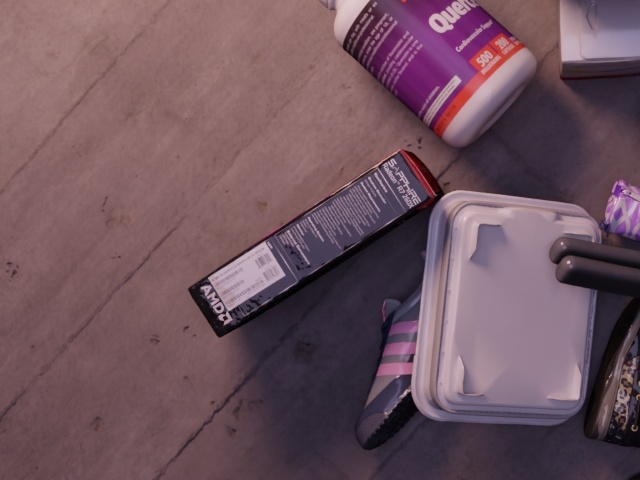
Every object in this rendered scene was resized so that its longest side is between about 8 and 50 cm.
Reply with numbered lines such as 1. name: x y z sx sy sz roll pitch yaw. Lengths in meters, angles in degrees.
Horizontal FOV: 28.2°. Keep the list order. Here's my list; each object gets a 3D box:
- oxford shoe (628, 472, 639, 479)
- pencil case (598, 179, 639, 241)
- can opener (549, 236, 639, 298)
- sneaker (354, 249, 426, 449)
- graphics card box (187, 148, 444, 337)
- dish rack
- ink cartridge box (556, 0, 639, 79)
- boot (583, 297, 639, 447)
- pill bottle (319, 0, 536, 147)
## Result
1. oxford shoe: 0.482 0.392 1.878 0.212 0.076 0.076 -26 116 6
2. pencil case: 0.513 -0.032 1.853 0.206 0.088 0.086 14 51 7
3. can opener: 0.462 0.037 1.814 0.280 0.074 0.093 8 132 -16
4. sneaker: 0.129 0.161 1.923 0.131 0.112 0.319 35 90 23
5. graphics card box: 0.000 0.000 1.872 0.371 0.233 0.094 -34 88 9
6. dish rack: 0.282 0.103 1.836 0.285 0.072 0.333 6 90 -21
7. ink cartridge box: 0.405 -0.306 1.830 0.127 0.176 0.128 -2 90 10
8. boot: 0.502 0.205 1.863 0.178 0.085 0.236 21 84 0
9. pill bottle: 0.148 -0.299 1.873 0.323 0.181 0.181 43 97 7
